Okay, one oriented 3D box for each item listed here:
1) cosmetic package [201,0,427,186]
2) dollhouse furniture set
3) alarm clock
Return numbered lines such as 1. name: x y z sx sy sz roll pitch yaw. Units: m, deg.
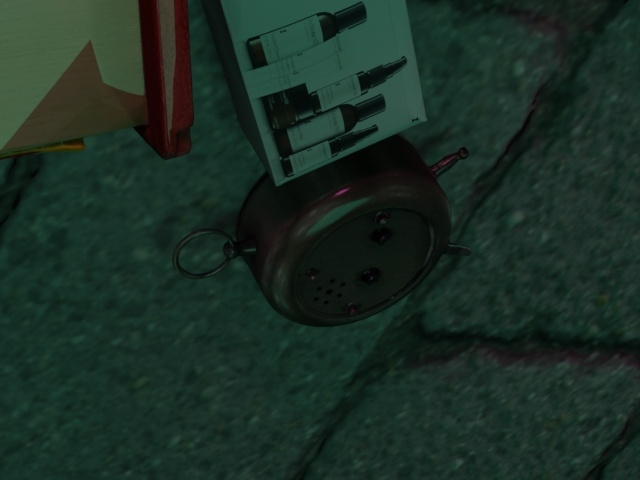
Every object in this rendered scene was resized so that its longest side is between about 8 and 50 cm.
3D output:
1. cosmetic package: -0.011 -0.137 0.782 0.099 0.060 0.239 -26 142 -8
2. dollhouse furniture set: -0.168 -0.201 0.574 0.201 0.152 0.374 -12 121 -22
3. alarm clock: 0.000 0.000 0.946 0.192 0.064 0.129 -7 137 -22
